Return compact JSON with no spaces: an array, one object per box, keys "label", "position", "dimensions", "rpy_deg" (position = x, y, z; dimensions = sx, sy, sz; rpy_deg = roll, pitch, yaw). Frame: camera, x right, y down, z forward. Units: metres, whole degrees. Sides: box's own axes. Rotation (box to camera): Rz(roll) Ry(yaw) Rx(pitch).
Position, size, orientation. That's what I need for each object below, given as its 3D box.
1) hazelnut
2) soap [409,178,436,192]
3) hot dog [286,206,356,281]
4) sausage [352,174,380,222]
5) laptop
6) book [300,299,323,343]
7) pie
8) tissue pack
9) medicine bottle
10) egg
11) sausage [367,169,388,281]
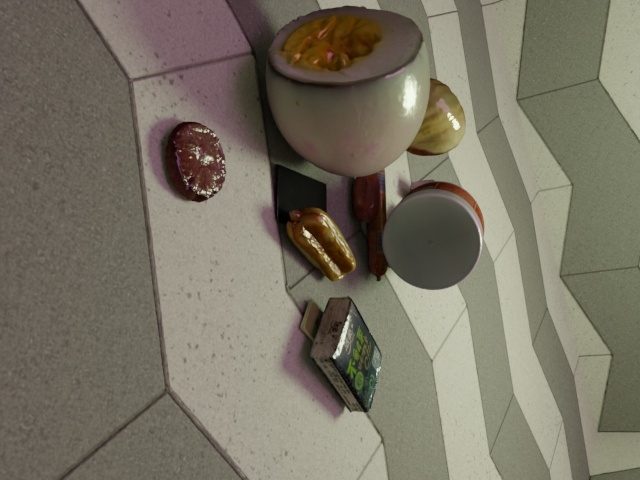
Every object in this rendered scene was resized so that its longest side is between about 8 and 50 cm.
[{"label":"hazelnut","position":[0.304,-0.370,1.966],"dimensions":[0.261,0.241,0.261],"rpy_deg":[51,8,-11]},{"label":"soap","position":[0.328,-0.140,2.027],"dimensions":[0.149,0.100,0.056],"rpy_deg":[64,20,-71]},{"label":"hot dog","position":[0.000,0.000,1.478],"dimensions":[0.249,0.102,0.076],"rpy_deg":[50,11,-44]},{"label":"sausage","position":[0.119,-0.113,1.717],"dimensions":[0.076,0.076,0.141],"rpy_deg":[26,58,-53]},{"label":"laptop","position":[-0.044,-0.089,1.506],"dimensions":[0.197,0.016,0.135],"rpy_deg":[17,68,-54]},{"label":"book","position":[-0.007,0.197,1.481],"dimensions":[0.111,0.014,0.077],"rpy_deg":[54,39,-37]},{"label":"pie","position":[-0.230,-0.147,1.203],"dimensions":[0.154,0.036,0.155],"rpy_deg":[22,63,-54]},{"label":"tissue pack","position":[0.067,0.266,1.503],"dimensions":[0.236,0.073,0.173],"rpy_deg":[60,36,-39]},{"label":"medicine bottle","position":[0.304,-0.020,1.728],"dimensions":[0.241,0.252,0.253],"rpy_deg":[-38,115,-71]},{"label":"egg","position":[0.068,-0.293,1.457],"dimensions":[0.340,0.354,0.355],"rpy_deg":[80,24,-44]},{"label":"sausage","position":[0.154,-0.060,1.773],"dimensions":[0.053,0.053,0.348],"rpy_deg":[23,62,-53]}]
